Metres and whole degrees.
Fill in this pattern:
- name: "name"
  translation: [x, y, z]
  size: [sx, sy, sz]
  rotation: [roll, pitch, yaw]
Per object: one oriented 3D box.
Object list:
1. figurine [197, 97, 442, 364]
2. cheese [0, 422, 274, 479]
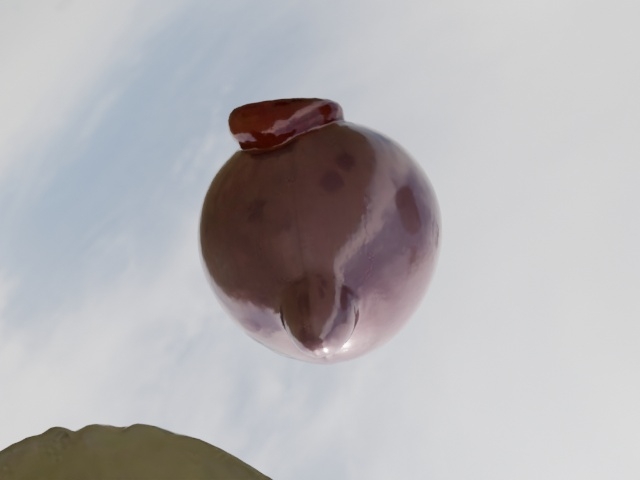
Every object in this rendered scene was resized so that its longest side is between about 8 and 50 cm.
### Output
- name: "figurine"
  translation: [0.000, 0.000, 0.767]
  size: [0.173, 0.173, 0.173]
  rotation: [-37, -154, 22]
- name: "cheese"
  translation: [-0.123, 0.274, 0.598]
  size: [0.332, 0.292, 0.153]
  rotation: [-43, 163, -19]
